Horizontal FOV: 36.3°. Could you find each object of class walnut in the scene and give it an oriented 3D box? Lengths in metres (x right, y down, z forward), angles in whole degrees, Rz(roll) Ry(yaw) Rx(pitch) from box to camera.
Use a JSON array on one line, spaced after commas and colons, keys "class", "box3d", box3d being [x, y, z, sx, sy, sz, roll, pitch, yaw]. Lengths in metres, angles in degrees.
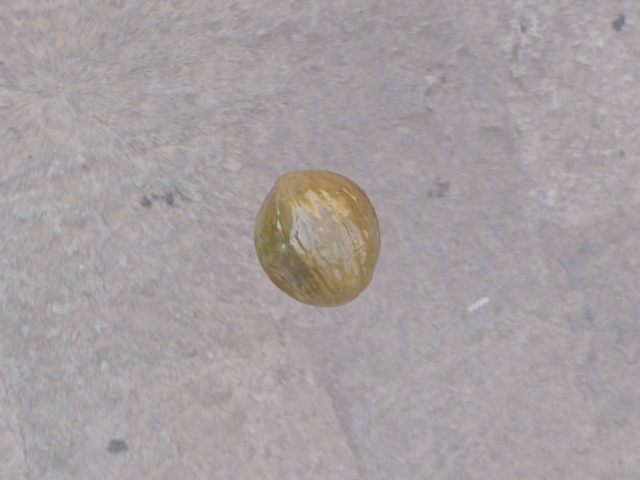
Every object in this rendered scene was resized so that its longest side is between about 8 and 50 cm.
[{"class": "walnut", "box3d": [0.000, 0.000, 0.798, 0.105, 0.105, 0.124, -23, 108, -11]}]
